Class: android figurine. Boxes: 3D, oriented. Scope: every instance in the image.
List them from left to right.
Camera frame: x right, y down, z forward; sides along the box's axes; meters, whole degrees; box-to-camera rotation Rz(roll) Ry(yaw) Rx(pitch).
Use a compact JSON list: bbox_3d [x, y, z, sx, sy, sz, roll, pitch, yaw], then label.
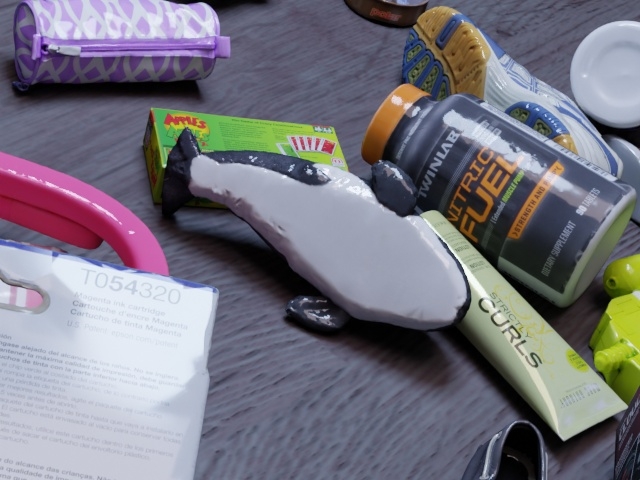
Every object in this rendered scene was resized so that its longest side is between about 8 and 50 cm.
[{"bbox_3d":[0.357,0.102,1.185,0.272,0.056,0.248,-12,47,-37],"label":"android figurine"}]

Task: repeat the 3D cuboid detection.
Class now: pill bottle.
[{"bbox_3d":[0.159,-0.052,1.229,0.245,0.130,0.130,33,39,18],"label":"pill bottle"},{"bbox_3d":[0.336,-0.176,1.438,0.112,0.112,0.186,28,10,12],"label":"pill bottle"}]

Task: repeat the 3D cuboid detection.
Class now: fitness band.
[{"bbox_3d":[-0.256,0.015,0.980,0.290,0.054,0.209,18,38,-4],"label":"fitness band"}]

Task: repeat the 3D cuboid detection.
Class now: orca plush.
[{"bbox_3d":[0.000,0.000,1.144,0.287,0.151,0.102,12,-2,13],"label":"orca plush"}]

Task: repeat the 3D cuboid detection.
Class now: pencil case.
[{"bbox_3d":[-0.200,-0.195,1.285,0.206,0.086,0.088,-7,10,-29],"label":"pencil case"}]

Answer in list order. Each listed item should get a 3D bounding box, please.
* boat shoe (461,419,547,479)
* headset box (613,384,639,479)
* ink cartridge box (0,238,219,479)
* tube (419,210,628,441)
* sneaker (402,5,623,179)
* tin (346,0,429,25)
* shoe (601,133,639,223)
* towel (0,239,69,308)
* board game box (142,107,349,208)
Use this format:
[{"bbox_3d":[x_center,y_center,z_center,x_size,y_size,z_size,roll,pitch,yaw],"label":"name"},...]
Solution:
[{"bbox_3d":[0.120,0.207,0.936,0.075,0.065,0.206,23,37,5],"label":"boat shoe"},{"bbox_3d":[0.325,0.209,0.933,0.218,0.110,0.293,19,37,2],"label":"headset box"},{"bbox_3d":[-0.242,0.141,0.816,0.324,0.071,0.330,13,47,-7],"label":"ink cartridge box"},{"bbox_3d":[0.158,0.072,1.134,0.070,0.062,0.240,-39,63,-5],"label":"tube"},{"bbox_3d":[0.199,-0.136,1.397,0.131,0.112,0.296,7,38,-43],"label":"sneaker"},{"bbox_3d":[0.078,-0.324,1.618,0.106,0.040,0.190,15,37,-12],"label":"tin"},{"bbox_3d":[0.364,-0.050,1.376,0.081,0.063,0.178,-17,55,-40],"label":"shoe"},{"bbox_3d":[-0.286,0.044,0.994,0.197,0.029,0.144,7,39,-16],"label":"towel"},{"bbox_3d":[-0.068,-0.072,1.224,0.181,0.043,0.092,5,39,-19],"label":"board game box"}]
